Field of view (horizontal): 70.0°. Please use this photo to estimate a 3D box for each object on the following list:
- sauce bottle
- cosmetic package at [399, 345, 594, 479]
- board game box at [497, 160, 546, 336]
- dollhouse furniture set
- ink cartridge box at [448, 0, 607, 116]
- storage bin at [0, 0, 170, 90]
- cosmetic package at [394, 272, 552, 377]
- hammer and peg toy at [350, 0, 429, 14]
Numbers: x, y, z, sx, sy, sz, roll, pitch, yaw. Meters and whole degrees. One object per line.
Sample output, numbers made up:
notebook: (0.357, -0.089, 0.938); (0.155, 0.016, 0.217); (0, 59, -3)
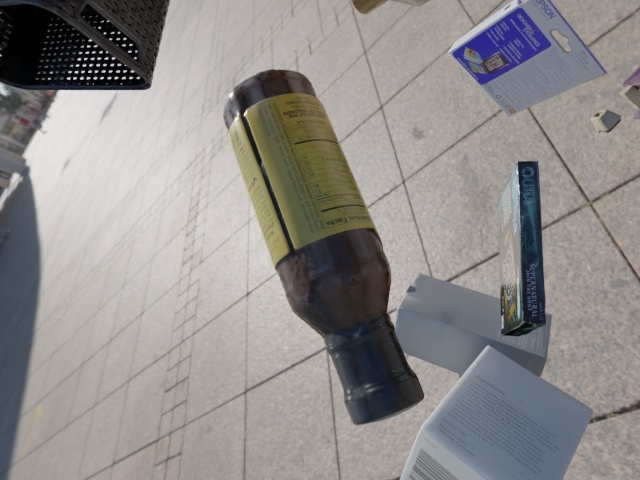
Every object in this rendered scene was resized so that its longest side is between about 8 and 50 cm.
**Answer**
sauce bottle: (0.000, 0.000, 0.453); (0.111, 0.111, 0.344); (-31, 71, 37)
cosmetic package: (0.226, 0.274, 0.600); (0.151, 0.184, 0.151); (32, 136, 30)
board game box: (0.239, 0.015, 0.549); (0.026, 0.126, 0.186); (2, 74, 12)
dollhouse furniture set: (0.354, -0.126, 0.452); (0.091, 0.081, 0.114); (-49, 9, 13)
ink cartridge box: (0.393, -0.352, 0.875); (0.208, 0.206, 0.045); (-16, 43, 58)
storage bin: (-0.234, -0.190, 0.376); (0.180, 0.122, 0.084); (8, 83, 20)
cosmetic package: (0.252, 0.154, 0.775); (0.238, 0.127, 0.107); (16, 122, 25)
hammer and peg toy: (-0.035, -0.309, 0.309); (0.127, 0.361, 0.265); (-16, 96, 40)
